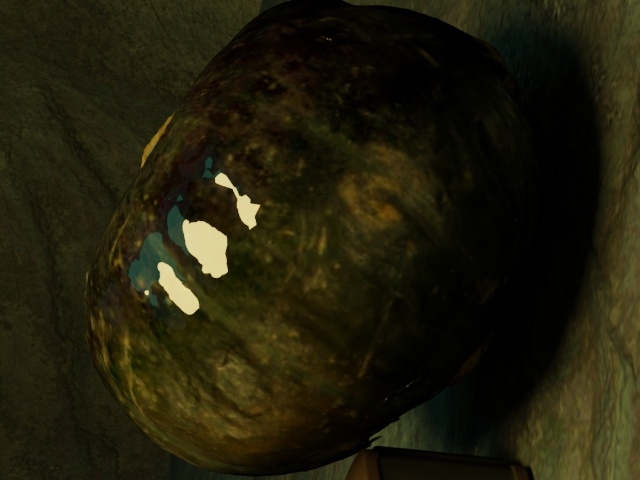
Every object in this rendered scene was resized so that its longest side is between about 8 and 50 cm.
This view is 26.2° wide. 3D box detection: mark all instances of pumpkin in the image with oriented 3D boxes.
[{"bbox_3d":[0.000,0.000,1.202,0.454,0.344,0.454,-55,2,3],"label":"pumpkin"}]

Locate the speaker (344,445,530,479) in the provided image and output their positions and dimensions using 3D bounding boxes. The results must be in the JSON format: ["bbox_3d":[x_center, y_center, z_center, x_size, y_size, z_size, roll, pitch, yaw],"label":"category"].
[{"bbox_3d":[0.084,0.314,1.175,0.193,0.153,0.231,-96,19,-46],"label":"speaker"}]
